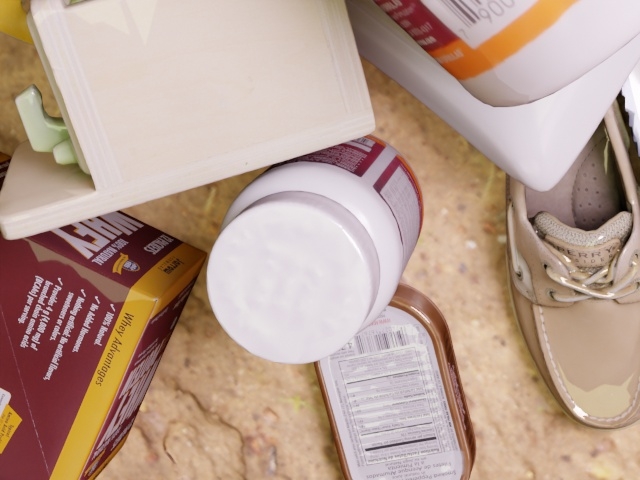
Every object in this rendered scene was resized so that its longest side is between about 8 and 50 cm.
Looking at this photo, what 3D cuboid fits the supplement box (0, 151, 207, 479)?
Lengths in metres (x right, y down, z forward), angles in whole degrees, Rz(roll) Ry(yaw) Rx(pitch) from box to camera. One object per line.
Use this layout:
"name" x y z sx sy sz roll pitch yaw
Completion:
"supplement box" -0.222 0.064 0.935 0.194 0.129 0.191 26 107 3

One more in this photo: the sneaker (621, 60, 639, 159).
"sneaker" 0.298 -0.018 0.823 0.131 0.112 0.319 -18 101 18

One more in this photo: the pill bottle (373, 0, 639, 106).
"pill bottle" 0.023 -0.270 0.583 0.392 0.224 0.224 43 108 -10

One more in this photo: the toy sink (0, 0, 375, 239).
"toy sink" -0.102 -0.116 0.761 0.234 0.153 0.131 -17 114 0

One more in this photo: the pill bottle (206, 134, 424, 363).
"pill bottle" 0.000 0.000 0.827 0.121 0.221 0.121 3 104 11

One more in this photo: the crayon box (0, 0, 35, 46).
"crayon box" -0.106 -0.273 0.822 0.203 0.083 0.323 22 108 -16

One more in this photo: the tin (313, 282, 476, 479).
"tin" 0.056 0.125 0.947 0.106 0.040 0.189 -12 102 18

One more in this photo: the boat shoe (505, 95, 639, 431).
"boat shoe" 0.179 0.000 0.857 0.109 0.098 0.302 -7 102 12

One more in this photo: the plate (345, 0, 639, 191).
"plate" 0.110 -0.217 0.784 0.278 0.045 0.277 42 112 26
